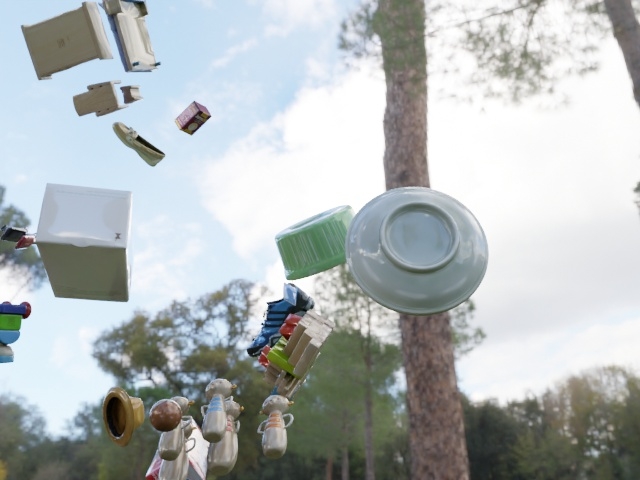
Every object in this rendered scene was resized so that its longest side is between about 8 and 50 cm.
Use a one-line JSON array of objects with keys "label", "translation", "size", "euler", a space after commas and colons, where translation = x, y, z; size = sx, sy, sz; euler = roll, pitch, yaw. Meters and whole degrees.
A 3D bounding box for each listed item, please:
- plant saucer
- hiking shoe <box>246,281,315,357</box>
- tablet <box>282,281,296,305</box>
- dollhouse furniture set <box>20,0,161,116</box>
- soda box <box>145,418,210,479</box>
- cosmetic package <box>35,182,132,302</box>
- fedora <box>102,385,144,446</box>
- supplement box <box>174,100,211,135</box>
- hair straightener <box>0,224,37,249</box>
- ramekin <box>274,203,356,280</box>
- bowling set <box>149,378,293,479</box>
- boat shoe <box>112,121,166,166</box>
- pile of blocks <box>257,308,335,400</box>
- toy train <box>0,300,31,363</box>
[{"label": "plant saucer", "translation": [0.268, 0.006, 1.936], "size": [0.401, 0.400, 0.100], "euler": [-4, -26, -1]}, {"label": "hiking shoe", "translation": [-0.164, 0.279, 2.496], "size": [0.304, 0.132, 0.113], "euler": [-44, 6, -7]}, {"label": "tablet", "translation": [-0.093, 0.160, 2.108], "size": [0.006, 0.054, 0.083], "euler": [-8, -22, 23]}, {"label": "dollhouse furniture set", "translation": [-0.557, -0.465, 1.821], "size": [0.198, 0.286, 0.303], "euler": [-11, 11, 22]}, {"label": "soda box", "translation": [-0.301, 0.473, 1.523], "size": [0.092, 0.083, 0.263], "euler": [-36, 3, -5]}, {"label": "cosmetic package", "translation": [-0.553, 0.019, 1.698], "size": [0.197, 0.155, 0.365], "euler": [6, -26, -13]}, {"label": "fedora", "translation": [-0.595, 0.533, 2.158], "size": [0.079, 0.194, 0.194], "euler": [-6, -14, -45]}, {"label": "supplement box", "translation": [-0.349, -0.335, 1.933], "size": [0.083, 0.043, 0.055], "euler": [-41, -27, 16]}, {"label": "hair straightener", "translation": [-0.758, -0.022, 1.788], "size": [0.089, 0.047, 0.230], "euler": [35, 2, -6]}, {"label": "ramekin", "translation": [0.000, 0.000, 2.254], "size": [0.303, 0.148, 0.303], "euler": [-23, 7, 3]}, {"label": "bowling set", "translation": [-0.206, 0.309, 1.253], "size": [0.287, 0.154, 0.200], "euler": [-21, -57, 14]}, {"label": "boat shoe", "translation": [-0.471, -0.257, 1.828], "size": [0.048, 0.056, 0.153], "euler": [-36, -66, 20]}, {"label": "pile of blocks", "translation": [-0.085, 0.268, 1.494], "size": [0.113, 0.149, 0.362], "euler": [32, -39, 8]}, {"label": "toy train", "translation": [-0.779, 0.208, 1.637], "size": [0.248, 0.143, 0.105], "euler": [-3, -10, 39]}]
